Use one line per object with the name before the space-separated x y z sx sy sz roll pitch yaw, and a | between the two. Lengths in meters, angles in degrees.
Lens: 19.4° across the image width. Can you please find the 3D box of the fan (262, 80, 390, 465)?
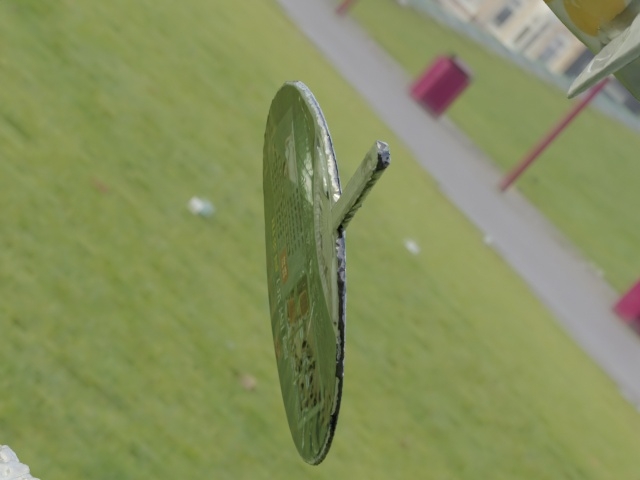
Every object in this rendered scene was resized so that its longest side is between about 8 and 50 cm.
fan | -0.003 0.029 1.057 0.012 0.223 0.294 -2 13 -12

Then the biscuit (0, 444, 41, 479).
biscuit | -0.269 0.238 1.506 0.281 0.084 0.179 34 -42 41

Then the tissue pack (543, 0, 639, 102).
tissue pack | 0.229 -0.178 1.096 0.159 0.229 0.145 45 49 -2
